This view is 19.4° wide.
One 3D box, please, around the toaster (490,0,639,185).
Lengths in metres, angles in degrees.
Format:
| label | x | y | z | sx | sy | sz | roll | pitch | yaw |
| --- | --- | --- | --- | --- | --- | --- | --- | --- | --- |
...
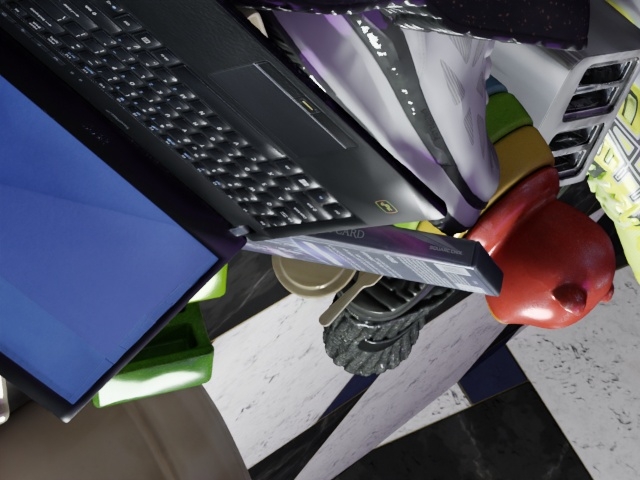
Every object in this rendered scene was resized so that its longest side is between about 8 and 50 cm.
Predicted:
| label | x | y | z | sx | sy | sz | roll | pitch | yaw |
| --- | --- | --- | --- | --- | --- | --- | --- | --- | --- |
| toaster | 0.214 | -0.145 | 1.802 | 0.185 | 0.110 | 0.168 | -13 | 135 | -48 |

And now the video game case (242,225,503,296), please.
| label | x | y | z | sx | sy | sz | roll | pitch | yaw |
| --- | --- | --- | --- | --- | --- | --- | --- | --- | --- |
| video game case | 0.000 | 0.000 | 1.474 | 0.196 | 0.274 | 0.026 | 36 | 66 | -77 |

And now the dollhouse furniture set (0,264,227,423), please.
| label | x | y | z | sx | sy | sz | roll | pitch | yaw |
| --- | --- | --- | --- | --- | --- | --- | --- | --- | --- |
| dollhouse furniture set | -0.225 | 0.013 | 1.220 | 0.301 | 0.151 | 0.198 | -12 | 147 | -14 |

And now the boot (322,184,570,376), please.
| label | x | y | z | sx | sy | sz | roll | pitch | yaw |
| --- | --- | --- | --- | --- | --- | --- | --- | --- | --- |
| boot | 0.141 | -0.002 | 2.134 | 0.348 | 0.131 | 0.260 | -36 | 164 | -11 |

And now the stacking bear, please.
| label | x | y | z | sx | sy | sz | roll | pitch | yaw |
| --- | --- | --- | --- | --- | --- | --- | --- | --- | --- |
| stacking bear | 0.132 | -0.042 | 1.611 | 0.164 | 0.289 | 0.175 | -47 | 167 | 17 |

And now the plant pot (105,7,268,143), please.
| label | x | y | z | sx | sy | sz | roll | pitch | yaw |
| --- | --- | --- | --- | --- | --- | --- | --- | --- | --- |
| plant pot | -0.099 | -0.110 | 1.114 | 0.109 | 0.096 | 0.109 | -42 | 162 | -6 |

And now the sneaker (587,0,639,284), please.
| label | x | y | z | sx | sy | sz | roll | pitch | yaw |
| --- | --- | --- | --- | --- | --- | --- | --- | --- | --- |
| sneaker | 0.312 | -0.110 | 1.998 | 0.147 | 0.385 | 0.145 | -20 | -155 | -10 |

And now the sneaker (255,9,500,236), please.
| label | x | y | z | sx | sy | sz | roll | pitch | yaw |
| --- | --- | --- | --- | --- | --- | --- | --- | --- | --- |
| sneaker | 0.110 | -0.166 | 1.322 | 0.257 | 0.169 | 0.447 | -42 | 157 | 3 |

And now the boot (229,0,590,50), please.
| label | x | y | z | sx | sy | sz | roll | pitch | yaw |
| --- | --- | --- | --- | --- | --- | --- | --- | --- | --- |
| boot | 0.019 | -0.230 | 1.010 | 0.338 | 0.118 | 0.223 | 3 | 98 | -34 |

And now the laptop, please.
| label | x | y | z | sx | sy | sz | roll | pitch | yaw |
| --- | --- | --- | --- | --- | --- | --- | --- | --- | --- |
| laptop | -0.116 | -0.022 | 0.980 | 0.264 | 0.234 | 0.137 | -6 | -130 | 50 |

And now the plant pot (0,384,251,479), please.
| label | x | y | z | sx | sy | sz | roll | pitch | yaw |
| --- | --- | --- | --- | --- | --- | --- | --- | --- | --- |
| plant pot | -0.232 | 0.275 | 1.611 | 0.280 | 0.323 | 0.323 | -18 | 157 | -25 |

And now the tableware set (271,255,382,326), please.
| label | x | y | z | sx | sy | sz | roll | pitch | yaw |
| --- | --- | --- | --- | --- | --- | --- | --- | --- | --- |
| tableware set | 0.039 | -0.023 | 1.742 | 0.194 | 0.128 | 0.039 | -44 | 157 | 6 |
